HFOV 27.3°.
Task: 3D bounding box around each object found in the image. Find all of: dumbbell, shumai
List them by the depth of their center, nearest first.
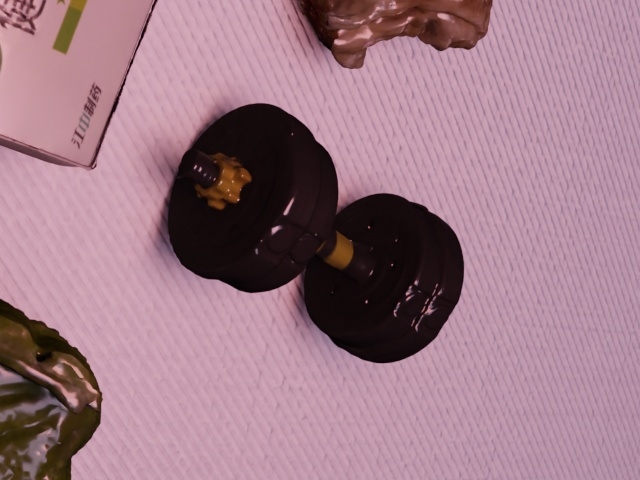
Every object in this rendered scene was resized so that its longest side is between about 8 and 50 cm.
[{"bbox_3d":[0.067,-0.277,1.325,0.185,0.184,0.218,-35,137,-30],"label":"shumai"},{"bbox_3d":[0.000,0.000,1.360,0.388,0.185,0.185,30,84,-42],"label":"dumbbell"}]

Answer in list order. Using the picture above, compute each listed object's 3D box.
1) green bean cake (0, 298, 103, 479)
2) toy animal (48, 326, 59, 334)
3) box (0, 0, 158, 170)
[{"bbox_3d":[-0.359,0.167,1.011,0.335,0.218,0.319,30,84,-9],"label":"green bean cake"},{"bbox_3d":[-0.342,0.138,1.177,0.269,0.082,0.137,-1,103,-31],"label":"toy animal"},{"bbox_3d":[-0.236,-0.245,1.104,0.173,0.145,0.333,21,91,-44],"label":"box"}]
